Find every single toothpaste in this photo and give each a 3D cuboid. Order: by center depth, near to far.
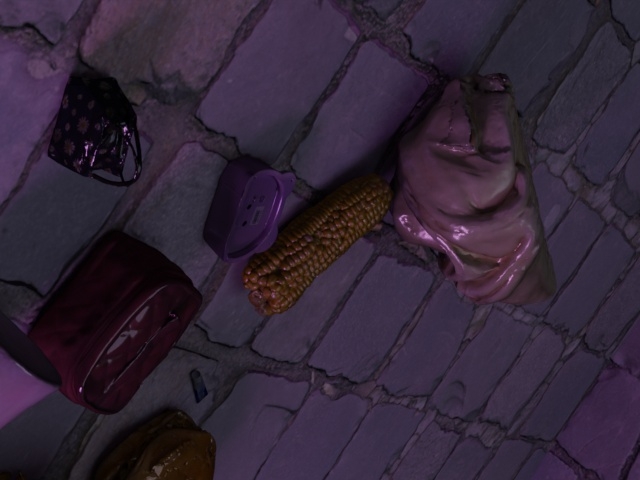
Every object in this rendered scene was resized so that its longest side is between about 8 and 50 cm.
[{"bbox_3d":[-0.190,0.230,2.117,0.024,0.015,0.083,-42,153,-21],"label":"toothpaste"}]

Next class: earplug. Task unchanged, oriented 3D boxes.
[{"bbox_3d":[-0.473,0.218,1.599,0.301,0.172,0.172,-45,149,-2],"label":"earplug"}]

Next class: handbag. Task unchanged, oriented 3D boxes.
[{"bbox_3d":[-0.249,-0.115,1.574,0.072,0.139,0.115,-3,124,-42],"label":"handbag"},{"bbox_3d":[-0.268,0.112,1.779,0.225,0.135,0.146,-51,153,-7],"label":"handbag"}]

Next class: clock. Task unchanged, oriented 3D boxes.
[{"bbox_3d":[-0.102,-0.047,1.923,0.110,0.050,0.153,-11,130,-48],"label":"clock"}]

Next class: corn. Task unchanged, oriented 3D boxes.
[{"bbox_3d":[0.000,0.000,2.062,0.291,0.101,0.101,-39,146,-20],"label":"corn"}]

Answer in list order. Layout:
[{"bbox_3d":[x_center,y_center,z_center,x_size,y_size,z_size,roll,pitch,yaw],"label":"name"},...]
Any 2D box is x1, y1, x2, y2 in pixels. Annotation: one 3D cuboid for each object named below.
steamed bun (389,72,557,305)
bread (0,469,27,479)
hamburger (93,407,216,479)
[{"bbox_3d":[0.227,-0.069,2.162,0.346,0.237,0.394,-71,147,-72],"label":"steamed bun"},{"bbox_3d":[-0.453,0.513,1.829,0.361,0.250,0.394,-8,130,-47],"label":"bread"},{"bbox_3d":[-0.255,0.368,2.083,0.213,0.108,0.214,-39,147,-32],"label":"hamburger"}]
